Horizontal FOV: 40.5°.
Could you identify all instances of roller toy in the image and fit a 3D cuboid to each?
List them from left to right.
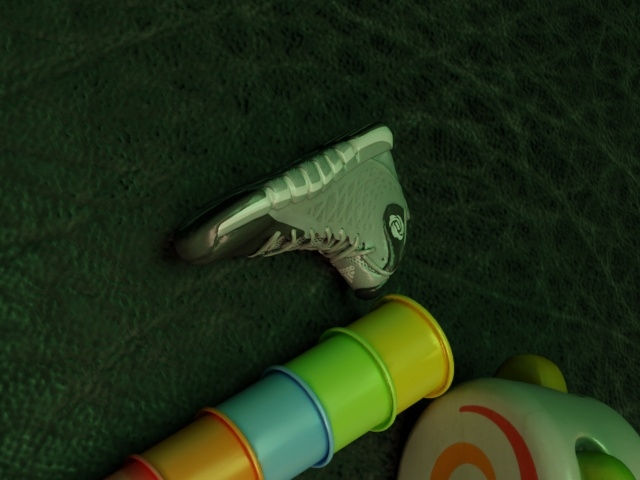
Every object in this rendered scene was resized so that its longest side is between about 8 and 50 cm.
[{"bbox_3d":[0.168,0.212,0.706,0.146,0.209,0.191,15,112,-34],"label":"roller toy"}]

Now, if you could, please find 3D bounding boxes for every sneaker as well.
[{"bbox_3d":[0.000,0.000,0.688,0.229,0.086,0.132,-31,103,-37],"label":"sneaker"}]

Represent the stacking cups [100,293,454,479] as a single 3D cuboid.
[{"bbox_3d":[-0.039,0.149,0.632,0.316,0.096,0.096,-29,99,-33],"label":"stacking cups"}]
